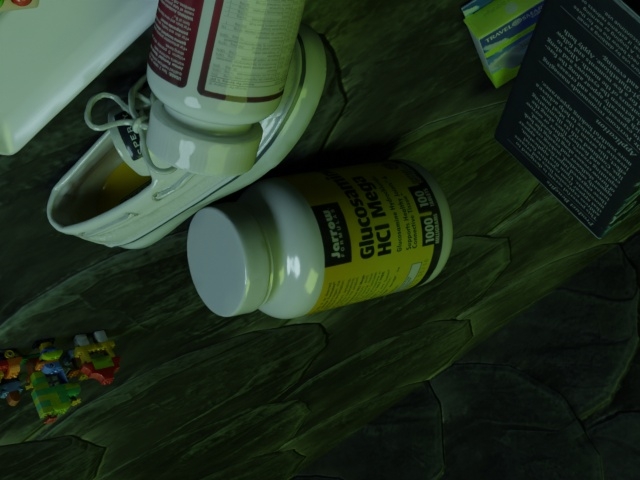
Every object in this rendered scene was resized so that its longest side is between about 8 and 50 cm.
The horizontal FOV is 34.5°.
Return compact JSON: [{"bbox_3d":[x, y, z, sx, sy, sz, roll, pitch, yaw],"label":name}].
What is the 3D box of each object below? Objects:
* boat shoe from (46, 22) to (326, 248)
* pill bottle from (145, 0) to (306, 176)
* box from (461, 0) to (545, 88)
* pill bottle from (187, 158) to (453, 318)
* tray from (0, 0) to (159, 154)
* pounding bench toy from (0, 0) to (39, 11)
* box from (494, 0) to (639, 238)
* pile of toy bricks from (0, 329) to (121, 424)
[{"bbox_3d":[-0.163,-0.108,1.047,0.367,0.135,0.156,-31,158,35],"label":"boat shoe"},{"bbox_3d":[-0.081,-0.174,0.878,0.121,0.121,0.221,-9,126,-40],"label":"pill bottle"},{"bbox_3d":[0.243,-0.264,1.282,0.109,0.042,0.178,-32,159,8],"label":"box"},{"bbox_3d":[0.000,0.000,1.381,0.334,0.188,0.188,-12,153,-36],"label":"pill bottle"},{"bbox_3d":[-0.246,-0.175,0.906,0.270,0.030,0.145,-37,156,22],"label":"tray"},{"bbox_3d":[-0.257,-0.206,0.773,0.083,0.065,0.052,-15,155,-30],"label":"pounding bench toy"},{"bbox_3d":[0.419,-0.232,1.264,0.293,0.212,0.395,-37,162,-16],"label":"box"},{"bbox_3d":[-0.397,0.213,1.491,0.212,0.105,0.118,-9,152,-40],"label":"pile of toy bricks"}]
